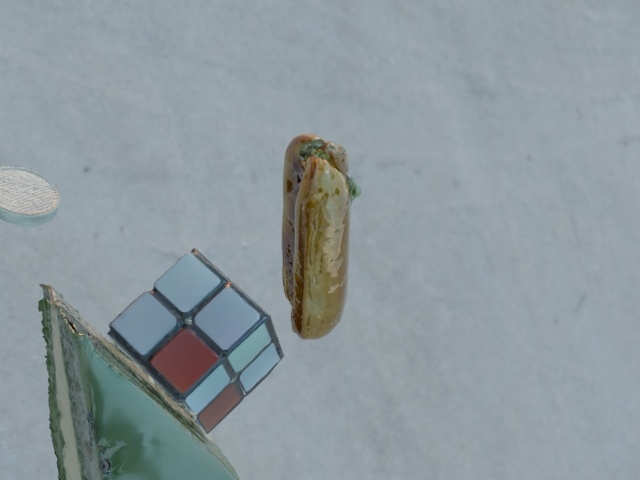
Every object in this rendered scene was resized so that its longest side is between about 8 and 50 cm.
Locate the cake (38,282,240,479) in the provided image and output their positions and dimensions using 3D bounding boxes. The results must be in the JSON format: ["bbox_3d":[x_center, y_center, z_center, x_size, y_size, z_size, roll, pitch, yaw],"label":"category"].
[{"bbox_3d":[-0.188,0.167,1.235,0.172,0.158,0.283,-18,119,-28],"label":"cake"}]

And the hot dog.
[{"bbox_3d":[0.000,0.000,1.165,0.249,0.068,0.100,93,-14,-47],"label":"hot dog"}]

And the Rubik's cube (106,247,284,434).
[{"bbox_3d":[-0.178,0.150,1.728,0.180,0.167,0.183,-43,157,-16],"label":"Rubik's cube"}]

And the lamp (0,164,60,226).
[{"bbox_3d":[-0.245,-0.055,0.692,0.198,0.056,0.050,14,34,-22],"label":"lamp"}]
